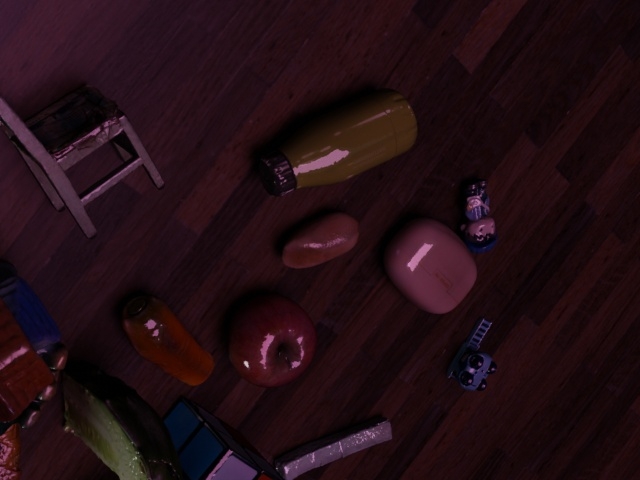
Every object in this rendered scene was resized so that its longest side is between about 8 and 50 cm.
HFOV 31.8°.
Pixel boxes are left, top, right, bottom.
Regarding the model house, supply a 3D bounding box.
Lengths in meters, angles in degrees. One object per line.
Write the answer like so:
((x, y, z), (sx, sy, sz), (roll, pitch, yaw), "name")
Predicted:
((-0.462, 0.195, 1.450), (0.295, 0.329, 0.251), (-32, 106, -16), "model house")

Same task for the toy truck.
((0.306, 0.224, 2.181), (0.063, 0.074, 0.136), (28, 96, -40), "toy truck")

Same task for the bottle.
((0.024, -0.149, 1.780), (0.260, 0.112, 0.112), (-26, 125, -22), "bottle")

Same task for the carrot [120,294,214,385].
((-0.242, 0.163, 1.772), (0.087, 0.087, 0.193), (-42, 131, -10), "carrot")

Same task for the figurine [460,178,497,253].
((0.281, -0.042, 2.049), (0.077, 0.079, 0.136), (-17, 97, -28), "figurine")

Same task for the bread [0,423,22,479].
((-0.500, 0.324, 1.676), (0.105, 0.076, 0.233), (10, 98, -34), "bread")

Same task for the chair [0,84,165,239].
((-0.344, -0.155, 1.511), (0.147, 0.136, 0.270), (-38, 127, -15), "chair")

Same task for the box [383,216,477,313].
((0.197, 0.046, 2.010), (0.146, 0.088, 0.200), (-50, 129, -3), "box")

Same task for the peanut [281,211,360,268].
((0.000, 0.000, 1.865), (0.152, 0.076, 0.076), (-27, 125, -24), "peanut")

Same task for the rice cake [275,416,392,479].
((0.028, 0.385, 2.091), (0.245, 0.042, 0.045), (-16, 108, -27), "rice cake")

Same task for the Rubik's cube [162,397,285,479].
((-0.188, 0.395, 1.860), (0.167, 0.183, 0.180), (-50, 128, -3), "Rubik's cube")

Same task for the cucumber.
((-0.280, 0.279, 1.651), (0.105, 0.325, 0.145), (-12, 112, -30), "cucumber")

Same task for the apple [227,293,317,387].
((-0.083, 0.163, 1.857), (0.153, 0.120, 0.153), (-11, 112, -28), "apple")
